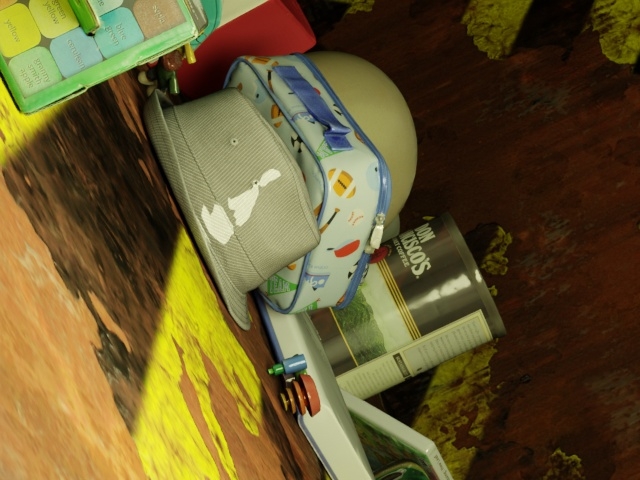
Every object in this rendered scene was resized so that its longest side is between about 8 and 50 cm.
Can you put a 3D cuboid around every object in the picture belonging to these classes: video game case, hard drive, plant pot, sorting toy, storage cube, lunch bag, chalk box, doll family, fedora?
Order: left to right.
[{"bbox_3d":[-0.163,-0.171,1.040,0.213,0.132,0.132,-95,160,-81],"label":"chalk box"},{"bbox_3d":[-0.180,-0.254,1.724,0.193,0.076,0.111,62,-24,5],"label":"doll family"},{"bbox_3d":[-0.146,-0.313,2.025,0.183,0.215,0.193,66,9,16],"label":"storage cube"},{"bbox_3d":[-0.082,-0.053,1.660,0.244,0.124,0.275,51,14,-78],"label":"fedora"},{"bbox_3d":[-0.032,0.156,1.683,0.102,0.042,0.061,-131,-153,-71],"label":"sorting toy"},{"bbox_3d":[-0.037,-0.119,2.117,0.191,0.284,0.284,-7,70,-59],"label":"plant pot"},{"bbox_3d":[-0.027,-0.072,1.835,0.303,0.115,0.243,55,-42,41],"label":"lunch bag"},{"bbox_3d":[-0.015,0.161,1.899,0.318,0.040,0.210,-113,176,-49],"label":"hard drive"},{"bbox_3d":[0.099,0.288,2.109,0.212,0.023,0.193,26,-25,40],"label":"video game case"}]

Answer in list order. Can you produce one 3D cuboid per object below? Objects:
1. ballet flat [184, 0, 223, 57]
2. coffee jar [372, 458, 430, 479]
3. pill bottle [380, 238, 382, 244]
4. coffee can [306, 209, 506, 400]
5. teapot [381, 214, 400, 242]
[{"bbox_3d":[-0.242,-0.405,1.856,0.147,0.147,0.409,-94,159,-83],"label":"ballet flat"},{"bbox_3d":[0.100,0.336,1.938,0.079,0.096,0.184,62,3,-9],"label":"coffee jar"},{"bbox_3d":[0.000,0.000,2.338,0.094,0.169,0.094,64,3,-6],"label":"pill bottle"},{"bbox_3d":[0.104,0.105,2.257,0.201,0.275,0.201,64,2,-4],"label":"coffee can"},{"bbox_3d":[-0.005,-0.027,2.546,0.252,0.187,0.256,46,32,-7],"label":"teapot"}]
